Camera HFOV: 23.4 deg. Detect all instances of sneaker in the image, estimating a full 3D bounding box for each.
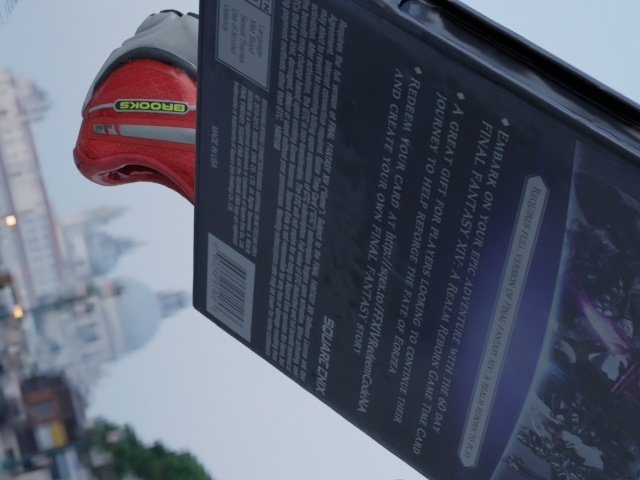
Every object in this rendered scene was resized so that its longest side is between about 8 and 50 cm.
[{"bbox_3d":[0.000,0.000,0.785,0.279,0.118,0.107,32,-6,3],"label":"sneaker"}]

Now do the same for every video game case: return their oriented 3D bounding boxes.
[{"bbox_3d":[0.066,0.028,0.494,0.274,0.026,0.196,33,-37,22],"label":"video game case"}]

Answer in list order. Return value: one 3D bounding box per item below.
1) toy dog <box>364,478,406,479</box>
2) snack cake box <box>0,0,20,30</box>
[{"bbox_3d":[0.175,0.203,1.038,0.161,0.334,0.220,26,-93,52],"label":"toy dog"},{"bbox_3d":[-0.134,-0.251,0.774,0.264,0.089,0.152,-61,-177,-13],"label":"snack cake box"}]
